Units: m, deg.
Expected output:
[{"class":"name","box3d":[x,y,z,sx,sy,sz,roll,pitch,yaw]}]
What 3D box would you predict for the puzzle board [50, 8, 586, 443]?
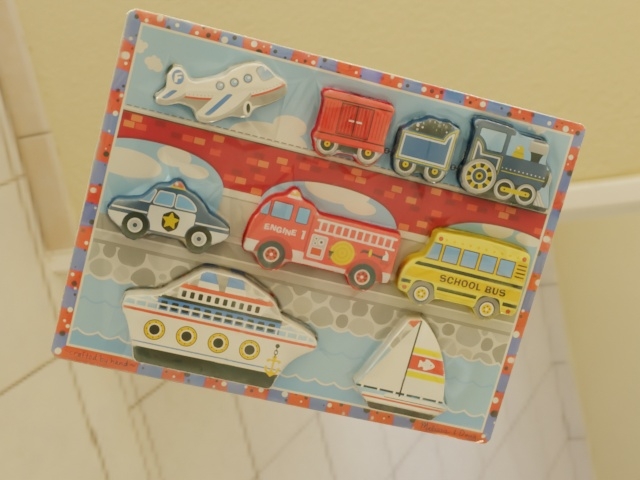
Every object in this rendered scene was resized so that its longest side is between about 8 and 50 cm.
[{"class":"puzzle board","box3d":[0.000,0.000,0.322,0.011,0.128,0.096,-120,-136,-76]}]
